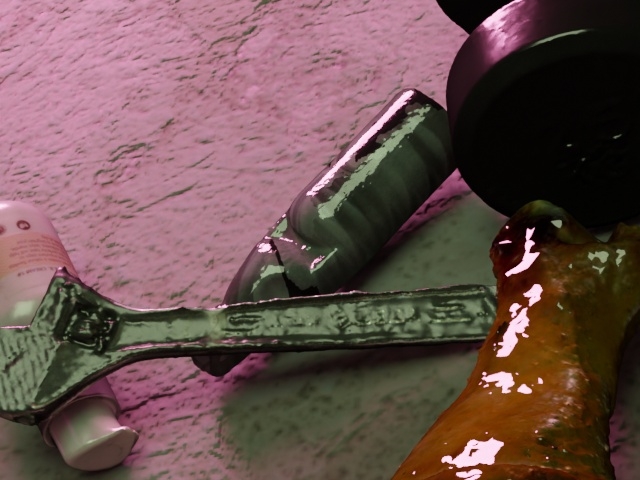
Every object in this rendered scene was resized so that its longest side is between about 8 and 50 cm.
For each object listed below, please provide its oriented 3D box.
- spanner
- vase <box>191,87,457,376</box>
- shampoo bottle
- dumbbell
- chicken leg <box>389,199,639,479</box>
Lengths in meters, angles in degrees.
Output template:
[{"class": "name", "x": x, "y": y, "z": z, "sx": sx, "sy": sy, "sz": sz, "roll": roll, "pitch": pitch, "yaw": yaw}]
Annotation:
[{"class": "spanner", "x": -0.050, "y": 0.053, "z": 0.986, "sx": 0.325, "sy": 0.026, "sz": 0.093, "roll": -4, "pitch": 68, "yaw": 4}, {"class": "vase", "x": 0.000, "y": 0.000, "z": 1.040, "sx": 0.211, "sy": 0.060, "sz": 0.060, "roll": -45, "pitch": 47, "yaw": -10}, {"class": "shampoo bottle", "x": -0.168, "y": 0.061, "z": 1.055, "sx": 0.074, "sy": 0.074, "sz": 0.192, "roll": -29, "pitch": 56, "yaw": -3}, {"class": "dumbbell", "x": 0.143, "y": -0.131, "z": 1.027, "sx": 0.152, "sy": 0.152, "sz": 0.218, "roll": -15, "pitch": 46, "yaw": 12}, {"class": "chicken leg", "x": 0.109, "y": 0.123, "z": 0.819, "sx": 0.211, "sy": 0.140, "sz": 0.361, "roll": 4, "pitch": 55, "yaw": 38}]
